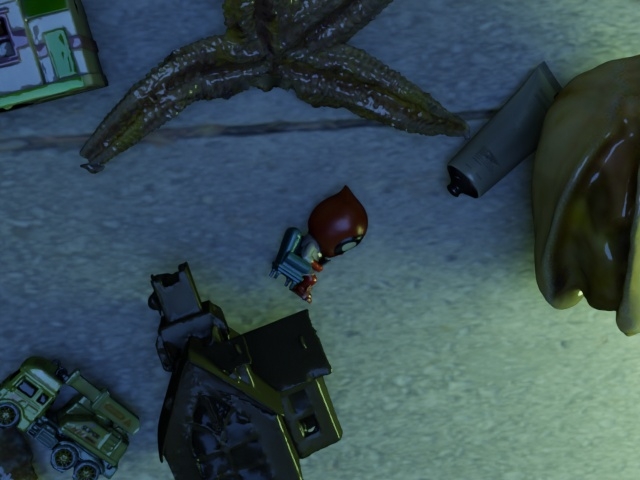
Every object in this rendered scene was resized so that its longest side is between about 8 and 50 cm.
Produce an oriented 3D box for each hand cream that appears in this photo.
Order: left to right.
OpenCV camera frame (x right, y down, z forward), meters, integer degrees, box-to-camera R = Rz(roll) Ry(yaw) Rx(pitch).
[{"bbox_3d":[0.222,-0.119,1.023,0.186,0.054,0.087,-42,110,-5],"label":"hand cream"}]

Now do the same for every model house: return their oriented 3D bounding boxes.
[{"bbox_3d":[-0.100,0.135,0.950,0.205,0.211,0.243,-21,102,-4],"label":"model house"}]

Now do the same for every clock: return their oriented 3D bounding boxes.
[{"bbox_3d":[-0.379,-0.275,0.867,0.235,0.166,0.309,-15,100,-3],"label":"clock"}]

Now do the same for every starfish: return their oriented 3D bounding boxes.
[{"bbox_3d":[-0.027,-0.206,0.904,0.398,0.132,0.383,11,135,-12],"label":"starfish"}]

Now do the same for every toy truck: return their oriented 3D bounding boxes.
[{"bbox_3d":[-0.294,0.203,1.009,0.169,0.077,0.100,41,85,-11],"label":"toy truck"}]

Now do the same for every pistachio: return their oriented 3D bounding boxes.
[{"bbox_3d":[0.348,-0.055,0.964,0.238,0.229,0.321,-6,113,-49],"label":"pistachio"}]

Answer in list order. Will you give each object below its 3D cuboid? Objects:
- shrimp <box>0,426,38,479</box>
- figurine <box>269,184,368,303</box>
[{"bbox_3d":[-0.397,0.324,1.015,0.446,0.110,0.221,38,86,-7],"label":"shrimp"},{"bbox_3d":[0.000,0.000,1.012,0.075,0.068,0.140,38,88,-8],"label":"figurine"}]
